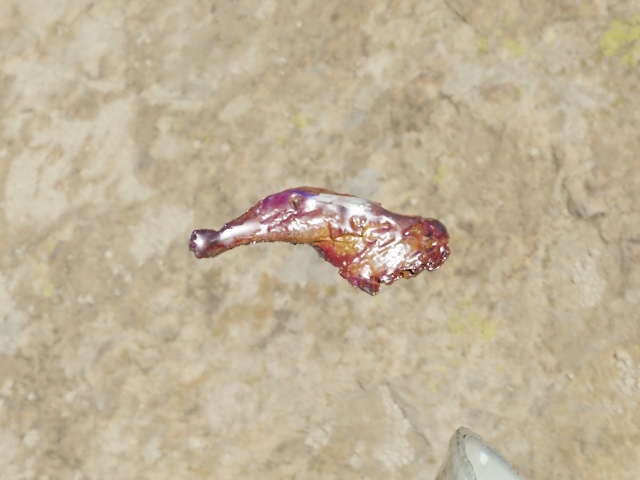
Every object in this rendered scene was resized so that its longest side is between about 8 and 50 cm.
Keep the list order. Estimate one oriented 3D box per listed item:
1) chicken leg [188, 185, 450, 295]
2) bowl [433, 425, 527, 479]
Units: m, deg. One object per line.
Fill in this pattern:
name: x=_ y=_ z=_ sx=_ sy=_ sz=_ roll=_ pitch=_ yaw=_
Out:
chicken leg: x=0.002 y=-0.005 z=0.836 sx=0.205 sy=0.053 sz=0.093 roll=9 pitch=58 yaw=6
bowl: x=0.124 y=0.277 z=0.535 sx=0.157 sy=0.337 sz=0.337 roll=-41 pitch=49 yaw=6
